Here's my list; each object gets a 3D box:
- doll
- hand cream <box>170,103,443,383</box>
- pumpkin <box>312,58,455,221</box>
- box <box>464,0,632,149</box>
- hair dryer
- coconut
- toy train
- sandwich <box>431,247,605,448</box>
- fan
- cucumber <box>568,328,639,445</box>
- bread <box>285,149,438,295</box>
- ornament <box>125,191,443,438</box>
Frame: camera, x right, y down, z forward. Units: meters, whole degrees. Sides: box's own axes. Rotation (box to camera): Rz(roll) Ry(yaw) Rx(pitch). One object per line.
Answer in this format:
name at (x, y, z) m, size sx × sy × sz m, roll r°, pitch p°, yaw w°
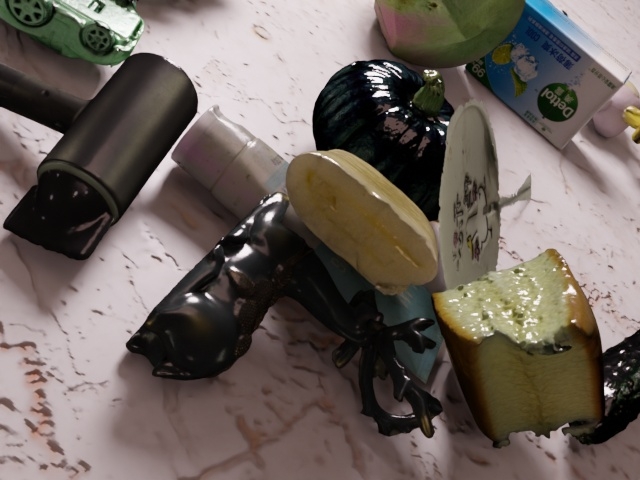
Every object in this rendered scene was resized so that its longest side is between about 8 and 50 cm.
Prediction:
doll at (0.418, -0.291, 1.350) m, size 0.160 × 0.094 × 0.365 m, roll -11°, pitch 60°, yaw -47°
hand cream at (0.000, 0.000, 0.764) m, size 0.312 × 0.070 × 0.111 m, roll 39°, pitch 37°, yaw -4°
pumpkin at (0.080, -0.106, 0.875) m, size 0.194 × 0.150 × 0.194 m, roll 57°, pitch 18°, yaw -30°
box at (0.334, -0.253, 1.208) m, size 0.194 × 0.139 × 0.073 m, roll 41°, pitch 39°, yaw 5°
hair dryer at (-0.254, -0.101, 0.678) m, size 0.248 × 0.078 × 0.196 m, roll 23°, pitch 53°, yaw 5°
coconut at (0.174, -0.347, 1.127) m, size 0.204 × 0.236 × 0.236 m, roll 32°, pitch 34°, yaw -40°
toy train at (-0.249, -0.219, 0.786) m, size 0.149 × 0.081 × 0.099 m, roll 30°, pitch 39°, yaw -19°
sandwich at (0.167, 0.081, 0.677) m, size 0.236 × 0.122 × 0.128 m, roll 62°, pitch 9°, yaw -58°
fan at (0.188, -0.036, 0.898) m, size 0.012 × 0.233 × 0.414 m, roll 3°, pitch 8°, yaw 25°
cucumber at (0.342, 0.141, 0.878) m, size 0.303 × 0.072 × 0.081 m, roll -12°, pitch 60°, yaw -43°
bread at (0.038, -0.021, 0.684) m, size 0.139 × 0.060 × 0.178 m, roll 41°, pitch 11°, yaw 3°
ornament at (-0.006, 0.091, 0.650) m, size 0.236 × 0.080 × 0.202 m, roll 42°, pitch 49°, yaw -2°
